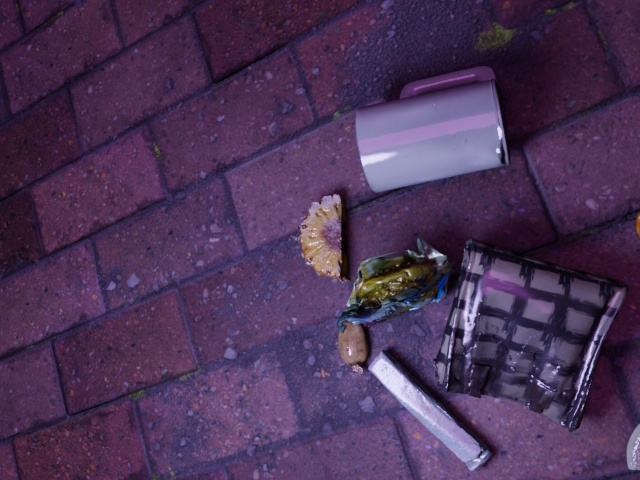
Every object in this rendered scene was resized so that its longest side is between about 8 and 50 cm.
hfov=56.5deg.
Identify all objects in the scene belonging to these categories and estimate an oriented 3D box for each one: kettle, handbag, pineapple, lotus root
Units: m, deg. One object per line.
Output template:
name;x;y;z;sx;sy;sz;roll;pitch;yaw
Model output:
kettle;0.263;-0.251;1.375;0.317;0.265;0.205;-10;113;22
handbag;0.423;0.192;1.251;0.325;0.162;0.327;16;95;9
pineapple;0.000;0.000;1.507;0.135;0.079;0.233;-6;77;13
lotus root;0.079;0.257;1.457;0.072;0.063;0.152;-13;77;11

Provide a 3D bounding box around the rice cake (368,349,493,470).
rice cake;0.248;0.389;1.376;0.336;0.063;0.066;43;105;20

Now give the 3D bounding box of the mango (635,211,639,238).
mango;0.744;0.010;1.173;0.154;0.126;0.252;-45;78;1

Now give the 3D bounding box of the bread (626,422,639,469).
bread;0.716;0.402;1.198;0.192;0.036;0.112;-9;81;21

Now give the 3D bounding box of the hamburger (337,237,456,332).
hamburger;0.164;0.095;1.329;0.260;0.276;0.151;-26;78;25
